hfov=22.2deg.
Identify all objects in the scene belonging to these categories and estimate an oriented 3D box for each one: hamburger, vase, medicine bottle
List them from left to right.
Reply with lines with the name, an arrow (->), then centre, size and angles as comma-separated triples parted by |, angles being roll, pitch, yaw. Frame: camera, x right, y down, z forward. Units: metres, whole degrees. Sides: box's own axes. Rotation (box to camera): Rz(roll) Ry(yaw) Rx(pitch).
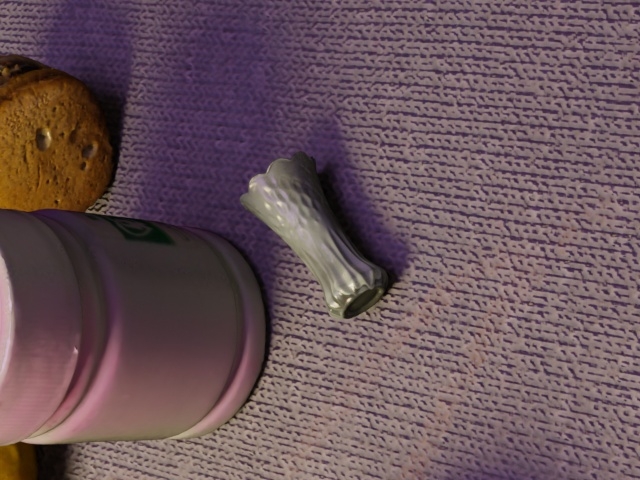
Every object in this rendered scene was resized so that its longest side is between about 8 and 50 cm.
hamburger -> -0.313, -0.095, 1.644 | 0.118, 0.191, 0.182 | 17, 103, 40
medicine bottle -> -0.225, 0.079, 1.472 | 0.212, 0.325, 0.212 | -3, 85, 38
vase -> 0.000, 0.000, 1.464 | 0.081, 0.081, 0.148 | -48, 63, 24

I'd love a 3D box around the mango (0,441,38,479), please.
mango -> -0.441, 0.147, 1.714 | 0.445, 0.220, 0.301 | 45, 106, 22
